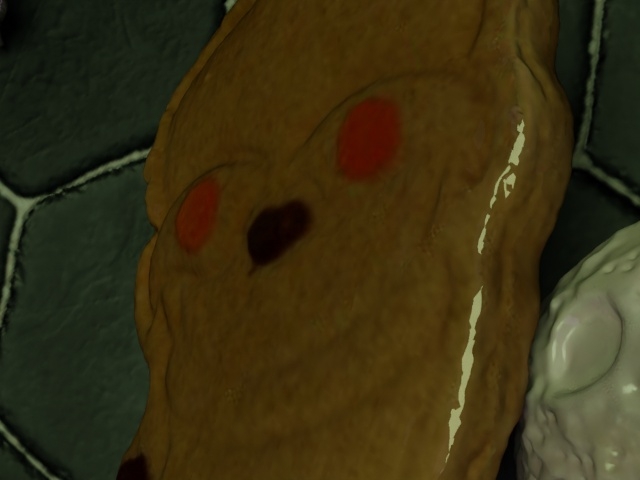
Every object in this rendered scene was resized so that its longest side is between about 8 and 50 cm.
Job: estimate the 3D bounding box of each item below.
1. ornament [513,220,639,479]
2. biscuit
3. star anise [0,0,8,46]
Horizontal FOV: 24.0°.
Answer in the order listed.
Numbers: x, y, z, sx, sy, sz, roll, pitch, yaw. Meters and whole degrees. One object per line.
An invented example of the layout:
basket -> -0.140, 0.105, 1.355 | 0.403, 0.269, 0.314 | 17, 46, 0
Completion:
ornament -> 0.226, 0.101, 0.762 | 0.259, 0.259, 0.225 | -31, 63, 7
biscuit -> -0.001, 0.000, 0.853 | 0.349, 0.078, 0.455 | -16, 63, 45
star anise -> -0.272, -0.247, 1.034 | 0.089, 0.209, 0.231 | 33, 126, 52
